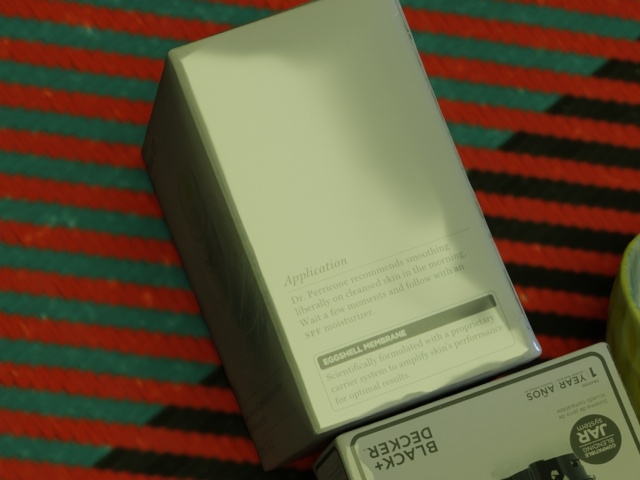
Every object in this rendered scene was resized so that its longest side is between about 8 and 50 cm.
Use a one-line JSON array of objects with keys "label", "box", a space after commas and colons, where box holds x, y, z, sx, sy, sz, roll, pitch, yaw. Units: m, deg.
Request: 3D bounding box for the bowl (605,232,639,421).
[{"label": "bowl", "box": [0.288, 0.126, 1.195, 0.289, 0.289, 0.156, 17, 119, -5]}]

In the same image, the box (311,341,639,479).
[{"label": "box", "box": [0.125, 0.221, 1.072, 0.169, 0.087, 0.290, -19, 77, -16]}]

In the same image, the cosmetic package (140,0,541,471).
[{"label": "cosmetic package", "box": [0.000, 0.000, 1.157, 0.138, 0.224, 0.224, -19, 81, -12]}]
